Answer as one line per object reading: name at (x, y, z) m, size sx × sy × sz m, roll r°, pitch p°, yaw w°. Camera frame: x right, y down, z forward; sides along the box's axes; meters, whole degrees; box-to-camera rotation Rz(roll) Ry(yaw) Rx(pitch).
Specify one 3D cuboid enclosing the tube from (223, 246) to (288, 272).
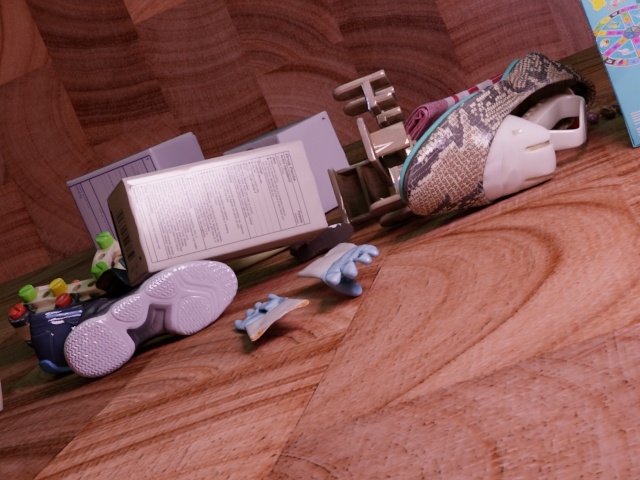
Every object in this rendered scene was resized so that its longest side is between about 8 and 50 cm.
tube at (-0.127, 0.020, 2.066) m, size 0.240 × 0.062 × 0.070 m, roll -20°, pitch 50°, yaw -19°

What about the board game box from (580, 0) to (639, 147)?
board game box at (0.501, -0.330, 1.584) m, size 0.254 × 0.336 × 0.079 m, roll -19°, pitch 9°, yaw 27°

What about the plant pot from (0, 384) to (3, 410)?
plant pot at (-0.518, 0.222, 1.643) m, size 0.109 × 0.096 × 0.109 m, roll -22°, pitch 8°, yaw 15°

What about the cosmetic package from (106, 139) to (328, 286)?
cosmetic package at (-0.159, -0.042, 1.764) m, size 0.296 × 0.153 × 0.129 m, roll -13°, pitch -7°, yaw -23°

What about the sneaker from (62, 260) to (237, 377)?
sneaker at (-0.258, 0.103, 1.677) m, size 0.268 × 0.101 × 0.153 m, roll -28°, pitch 12°, yaw -17°

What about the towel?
towel at (0.230, -0.200, 2.118) m, size 0.329 × 0.037 × 0.237 m, roll -27°, pitch -23°, yaw -46°

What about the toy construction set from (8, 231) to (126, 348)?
toy construction set at (-0.443, 0.095, 2.082) m, size 0.328 × 0.151 × 0.215 m, roll -27°, pitch 29°, yaw 31°

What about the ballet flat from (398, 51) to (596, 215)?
ballet flat at (0.301, -0.164, 1.732) m, size 0.182 × 0.164 × 0.483 m, roll 17°, pitch 34°, yaw 26°

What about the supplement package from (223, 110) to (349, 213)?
supplement package at (-0.062, -0.141, 2.420) m, size 0.149 × 0.194 × 0.203 m, roll -30°, pitch 10°, yaw -38°

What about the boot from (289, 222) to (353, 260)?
boot at (0.000, 0.000, 1.898) m, size 0.106 × 0.037 × 0.114 m, roll -25°, pitch 4°, yaw -4°

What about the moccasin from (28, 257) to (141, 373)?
moccasin at (-0.310, 0.094, 1.835) m, size 0.138 × 0.117 × 0.342 m, roll -16°, pitch 11°, yaw 42°

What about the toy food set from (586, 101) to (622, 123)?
toy food set at (0.509, -0.226, 2.032) m, size 0.122 × 0.019 × 0.078 m, roll -5°, pitch 18°, yaw 42°

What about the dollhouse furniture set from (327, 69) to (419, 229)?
dollhouse furniture set at (0.080, -0.118, 1.861) m, size 0.161 × 0.212 × 0.242 m, roll -20°, pitch -18°, yaw 10°

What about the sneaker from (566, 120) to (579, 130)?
sneaker at (0.324, -0.184, 1.989) m, size 0.279 × 0.107 × 0.118 m, roll -25°, pitch 21°, yaw 16°

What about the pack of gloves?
pack of gloves at (-0.014, 0.075, 1.477) m, size 0.195 × 0.046 × 0.232 m, roll -36°, pitch 7°, yaw -8°

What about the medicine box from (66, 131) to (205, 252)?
medicine box at (-0.369, -0.061, 2.501) m, size 0.289 × 0.263 × 0.149 m, roll -16°, pitch 10°, yaw 38°
